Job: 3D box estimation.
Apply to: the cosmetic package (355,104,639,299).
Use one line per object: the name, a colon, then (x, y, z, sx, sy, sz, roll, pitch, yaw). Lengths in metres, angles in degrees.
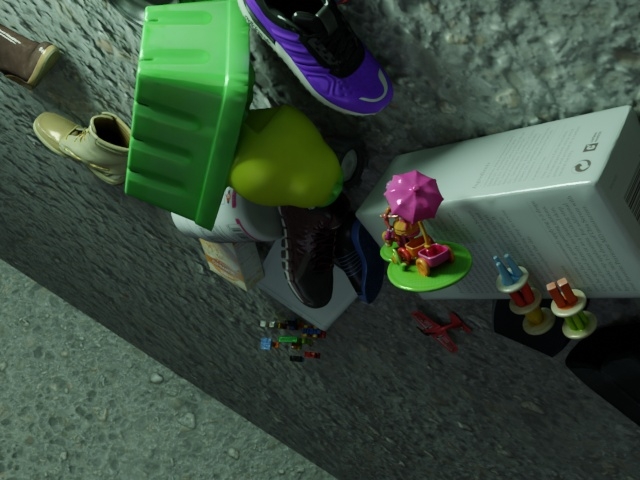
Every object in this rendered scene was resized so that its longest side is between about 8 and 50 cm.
cosmetic package: (0.301, -0.037, 1.204, 0.453, 0.162, 0.230, -6, 132, 49)

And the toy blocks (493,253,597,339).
toy blocks: (0.324, 0.077, 1.127, 0.123, 0.054, 0.148, 0, 137, 47)

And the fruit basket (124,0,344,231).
fruit basket: (-0.137, -0.191, 1.308, 0.391, 0.283, 0.392, -2, 144, -2)

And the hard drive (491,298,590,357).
hard drive: (0.407, 0.126, 1.450, 0.171, 0.054, 0.255, 24, 150, 19)

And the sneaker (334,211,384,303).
sneaker: (0.074, 0.032, 1.628, 0.090, 0.081, 0.232, 20, 137, 33)

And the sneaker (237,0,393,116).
sneaker: (0.001, -0.301, 1.142, 0.293, 0.102, 0.146, 40, 167, -11)

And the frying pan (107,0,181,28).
frying pan: (-0.277, -0.410, 1.356, 0.326, 0.053, 0.197, 44, 150, -21)

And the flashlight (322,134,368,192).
flashlight: (-0.059, -0.172, 1.453, 0.304, 0.103, 0.103, 20, 153, 33)

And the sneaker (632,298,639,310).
sneaker: (0.592, 0.149, 1.242, 0.271, 0.108, 0.100, 43, 152, -12)

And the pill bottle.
pill bottle: (-0.193, -0.075, 1.659, 0.283, 0.160, 0.160, -1, 135, 47)

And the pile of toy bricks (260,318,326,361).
pile of toy bricks: (-0.062, 0.279, 2.137, 0.212, 0.118, 0.105, 1, 170, 33)

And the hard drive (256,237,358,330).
hard drive: (-0.027, 0.092, 1.856, 0.233, 0.047, 0.353, 35, 151, 0)

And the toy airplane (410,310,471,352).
toy airplane: (0.274, 0.195, 1.719, 0.151, 0.028, 0.151, 24, 150, 15)

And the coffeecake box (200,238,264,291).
coffeecake box: (-0.224, 0.016, 1.879, 0.142, 0.068, 0.186, 27, 145, 35)

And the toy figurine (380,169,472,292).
toy figurine: (0.136, -0.032, 1.139, 0.173, 0.130, 0.159, 37, 148, 55)

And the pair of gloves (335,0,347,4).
pair of gloves: (0.036, -0.405, 1.071, 0.198, 0.023, 0.159, 3, 140, 45)

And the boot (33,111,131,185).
boot: (-0.563, -0.255, 1.836, 0.262, 0.095, 0.203, 36, 152, -6)

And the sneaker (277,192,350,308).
sneaker: (0.000, 0.000, 1.520, 0.162, 0.106, 0.282, -6, 100, 51)

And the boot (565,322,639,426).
boot: (0.639, 0.356, 1.459, 0.445, 0.146, 0.367, 35, 143, -8)

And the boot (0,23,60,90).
boot: (-0.699, -0.438, 1.705, 0.207, 0.090, 0.248, 44, 154, -21)
